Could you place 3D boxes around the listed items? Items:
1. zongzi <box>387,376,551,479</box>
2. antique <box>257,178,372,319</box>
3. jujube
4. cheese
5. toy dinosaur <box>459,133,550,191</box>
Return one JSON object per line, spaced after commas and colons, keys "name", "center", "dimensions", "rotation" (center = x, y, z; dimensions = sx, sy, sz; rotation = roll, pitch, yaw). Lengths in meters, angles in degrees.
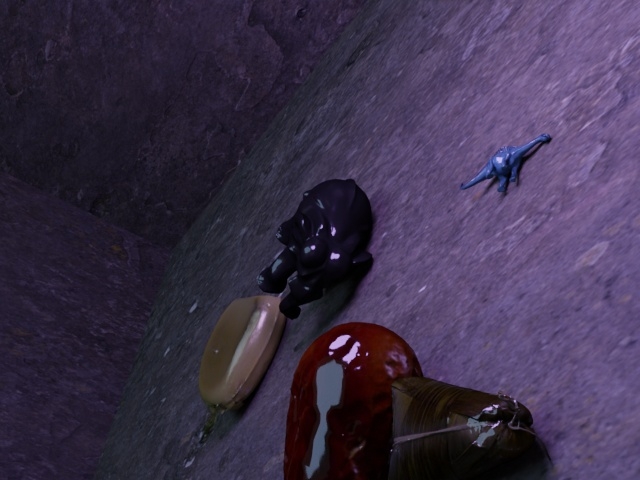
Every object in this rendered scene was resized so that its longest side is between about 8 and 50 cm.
{"name": "zongzi", "center": [0.178, 0.307, 1.031], "dimensions": [0.248, 0.111, 0.240], "rotation": [-6, 77, 61]}
{"name": "antique", "center": [0.000, 0.000, 1.769], "dimensions": [0.255, 0.185, 0.322], "rotation": [-37, 28, 55]}
{"name": "jujube", "center": [0.047, 0.283, 1.223], "dimensions": [0.223, 0.223, 0.317], "rotation": [-32, 39, 57]}
{"name": "cheese", "center": [-0.209, 0.287, 2.025], "dimensions": [0.260, 0.128, 0.315], "rotation": [-18, 50, 62]}
{"name": "toy dinosaur", "center": [0.304, -0.123, 1.342], "dimensions": [0.197, 0.045, 0.080], "rotation": [-32, 21, 45]}
